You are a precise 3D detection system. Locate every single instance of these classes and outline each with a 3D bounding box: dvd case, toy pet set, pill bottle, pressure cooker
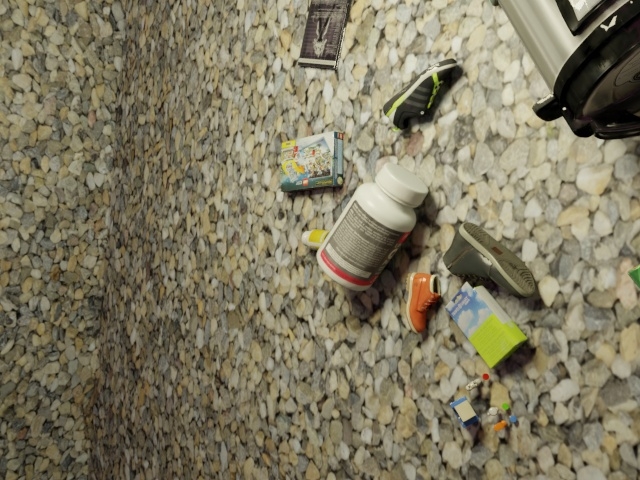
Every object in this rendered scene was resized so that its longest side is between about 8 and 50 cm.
[{"bbox_3d":[0.012,-0.638,1.702,0.164,0.018,0.221,21,102,41],"label":"dvd case"},{"bbox_3d":[0.373,0.391,1.306,0.114,0.065,0.122,-30,67,2],"label":"toy pet set"},{"bbox_3d":[0.000,0.000,1.661,0.116,0.065,0.065,8,94,43],"label":"pill bottle"},{"bbox_3d":[0.137,-0.037,1.452,0.176,0.176,0.319,51,122,32],"label":"pill bottle"},{"bbox_3d":[0.541,-0.395,0.944,0.370,0.375,0.421,101,151,-68],"label":"pressure cooker"}]

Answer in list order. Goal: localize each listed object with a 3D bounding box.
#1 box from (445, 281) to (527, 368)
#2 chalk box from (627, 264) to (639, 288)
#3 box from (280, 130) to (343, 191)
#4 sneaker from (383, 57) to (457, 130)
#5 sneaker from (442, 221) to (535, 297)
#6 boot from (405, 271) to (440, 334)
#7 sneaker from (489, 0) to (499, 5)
[{"bbox_3d":[0.377,0.191,1.290,0.178,0.042,0.109,56,137,29],"label":"box"},{"bbox_3d":[0.690,0.118,0.905,0.179,0.180,0.289,-45,58,34],"label":"chalk box"},{"bbox_3d":[-0.030,-0.235,1.711,0.233,0.044,0.159,-2,87,44],"label":"box"},{"bbox_3d":[0.265,-0.365,1.424,0.234,0.084,0.097,-35,89,39],"label":"sneaker"},{"bbox_3d":[0.385,0.070,1.288,0.222,0.083,0.118,51,137,30],"label":"sneaker"},{"bbox_3d":[0.262,0.159,1.409,0.084,0.059,0.158,-2,86,39],"label":"boot"},{"bbox_3d":[0.453,-0.575,1.242,0.166,0.065,0.076,-36,68,39],"label":"sneaker"}]
